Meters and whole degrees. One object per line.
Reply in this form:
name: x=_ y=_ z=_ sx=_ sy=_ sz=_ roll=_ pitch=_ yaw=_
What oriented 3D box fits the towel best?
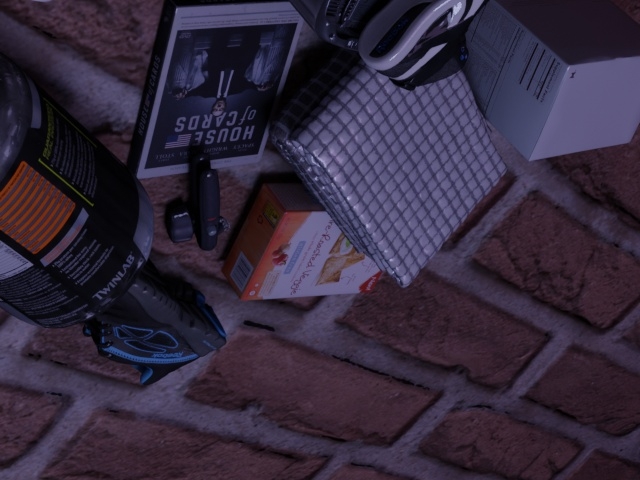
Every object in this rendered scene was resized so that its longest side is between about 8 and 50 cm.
towel: x=0.087 y=-0.120 z=1.660 sx=0.235 sy=0.121 sz=0.284 roll=-49 pitch=130 yaw=-15

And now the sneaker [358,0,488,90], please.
sneaker: x=0.147 y=-0.252 z=1.432 sx=0.217 sy=0.079 sz=0.121 roll=-40 pitch=150 yaw=15

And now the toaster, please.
toaster: x=0.040 y=-0.293 z=1.474 sx=0.227 sy=0.146 sz=0.129 roll=0 pitch=128 yaw=-43

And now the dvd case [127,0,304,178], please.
dvd case: x=-0.121 y=-0.181 z=1.555 sx=0.179 sy=0.029 sz=0.239 roll=-10 pitch=135 yaw=-34

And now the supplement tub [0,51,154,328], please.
supplement tub: x=-0.331 y=-0.061 z=1.343 sx=0.207 sy=0.207 sz=0.338 roll=-40 pitch=145 yaw=1

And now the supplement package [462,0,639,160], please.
supplement package: x=0.302 y=-0.231 z=1.733 sx=0.194 sy=0.203 sz=0.149 roll=-11 pitch=136 yaw=-33

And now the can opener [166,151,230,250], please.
can opener: x=-0.144 y=-0.042 z=1.633 sx=0.073 sy=0.059 sz=0.186 roll=-26 pitch=160 yaw=-23

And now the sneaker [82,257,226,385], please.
sneaker: x=-0.244 y=0.090 z=1.662 sx=0.139 sy=0.125 sz=0.341 roll=-37 pitch=143 yaw=4

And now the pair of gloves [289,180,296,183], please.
pair of gloves: x=0.015 y=-0.039 z=1.841 sx=0.198 sy=0.023 sz=0.159 roll=-16 pitch=141 yaw=-28

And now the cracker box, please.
cracker box: x=0.000 y=0.000 z=1.795 sx=0.232 sy=0.067 sz=0.156 roll=-3 pitch=133 yaw=-39
